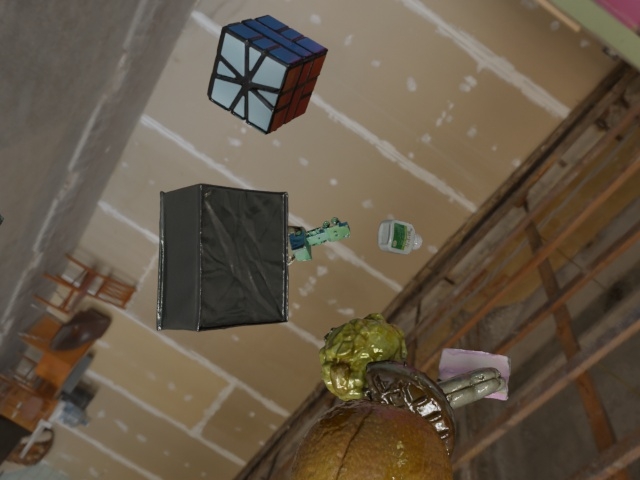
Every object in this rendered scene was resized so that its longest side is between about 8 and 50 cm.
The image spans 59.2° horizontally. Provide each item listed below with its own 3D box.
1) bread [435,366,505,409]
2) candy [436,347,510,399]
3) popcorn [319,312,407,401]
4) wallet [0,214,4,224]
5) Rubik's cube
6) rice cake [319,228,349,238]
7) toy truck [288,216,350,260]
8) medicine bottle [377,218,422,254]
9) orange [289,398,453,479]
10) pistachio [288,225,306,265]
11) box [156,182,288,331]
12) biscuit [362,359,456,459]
[{"bbox_3d":[0.477,0.492,1.862,0.338,0.101,0.183,-11,161,-21],"label":"bread"},{"bbox_3d":[0.580,0.502,2.136,0.115,0.265,0.155,67,31,-50],"label":"candy"},{"bbox_3d":[0.130,0.352,1.693,0.286,0.215,0.252,-37,136,-19],"label":"popcorn"},{"bbox_3d":[-0.588,-0.020,0.932,0.026,0.088,0.129,-15,-138,17],"label":"wallet"},{"bbox_3d":[-0.189,-0.583,1.974,0.283,0.289,0.293,-44,162,-52],"label":"Rubik's cube"},{"bbox_3d":[0.039,-0.022,1.814,0.121,0.021,0.022,5,-129,28],"label":"rice cake"},{"bbox_3d":[0.000,0.000,1.595,0.175,0.067,0.081,-18,-142,9],"label":"toy truck"},{"bbox_3d":[0.290,-0.009,2.050,0.069,0.183,0.119,1,-98,45],"label":"medicine bottle"},{"bbox_3d":[0.096,0.508,1.126,0.322,0.322,0.356,143,-35,-68],"label":"orange"},{"bbox_3d":[-0.138,0.019,1.787,0.138,0.153,0.238,-17,163,-47],"label":"pistachio"},{"bbox_3d":[-0.236,0.045,1.360,0.205,0.251,0.344,-5,-95,48],"label":"box"},{"bbox_3d":[0.236,0.503,1.538,0.115,0.268,0.366,-42,137,-59],"label":"biscuit"}]
